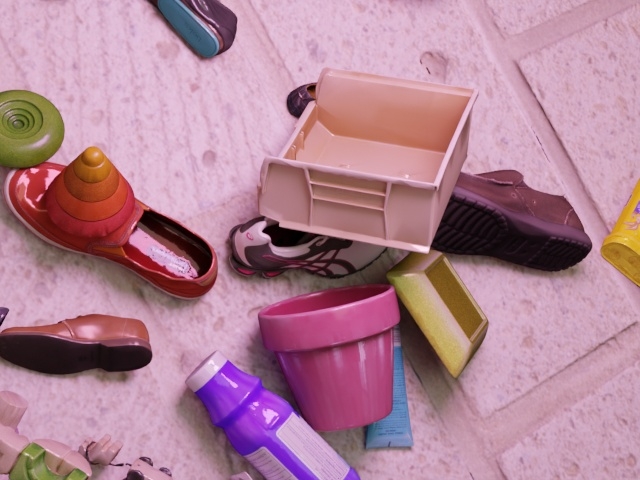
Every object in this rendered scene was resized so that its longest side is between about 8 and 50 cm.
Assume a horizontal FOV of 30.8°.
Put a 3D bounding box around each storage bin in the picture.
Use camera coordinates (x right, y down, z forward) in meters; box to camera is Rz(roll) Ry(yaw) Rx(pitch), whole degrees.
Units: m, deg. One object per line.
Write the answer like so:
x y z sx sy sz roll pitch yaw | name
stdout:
0.070 -0.124 1.680 0.261 0.123 0.262 11 39 14 | storage bin

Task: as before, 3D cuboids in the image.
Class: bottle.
-0.070 0.275 1.635 0.283 0.118 0.092 46 64 -4 | bottle

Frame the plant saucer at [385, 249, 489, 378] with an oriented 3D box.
0.191 0.098 1.772 0.188 0.045 0.188 57 23 1 | plant saucer

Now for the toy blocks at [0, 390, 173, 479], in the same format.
-0.385 0.380 1.449 0.289 0.309 0.260 30 99 0 | toy blocks

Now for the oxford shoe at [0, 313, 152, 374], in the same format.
-0.341 0.136 1.601 0.212 0.076 0.076 4 44 -19 | oxford shoe

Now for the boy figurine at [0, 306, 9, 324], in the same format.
-0.553 0.059 1.497 0.285 0.092 0.177 34 65 -10 | boy figurine

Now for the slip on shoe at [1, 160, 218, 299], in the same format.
-0.288 -0.022 1.640 0.331 0.101 0.123 29 68 -11 | slip on shoe

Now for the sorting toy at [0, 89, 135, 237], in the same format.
-0.393 -0.166 1.573 0.365 0.126 0.127 43 60 12 | sorting toy

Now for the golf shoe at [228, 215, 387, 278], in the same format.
0.000 0.000 1.743 0.273 0.120 0.105 -8 77 -26 | golf shoe

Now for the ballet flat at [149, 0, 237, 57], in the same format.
-0.237 -0.400 1.781 0.280 0.095 0.096 45 53 -17 | ballet flat

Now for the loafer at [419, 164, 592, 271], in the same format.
0.271 -0.050 1.871 0.366 0.134 0.130 18 48 -31 | loafer

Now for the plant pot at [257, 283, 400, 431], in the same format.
0.025 0.170 1.675 0.201 0.201 0.180 -15 97 -25 | plant pot

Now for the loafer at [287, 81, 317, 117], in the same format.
0.035 -0.223 1.851 0.170 0.061 0.062 -5 76 -24 | loafer

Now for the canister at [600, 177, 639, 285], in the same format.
0.573 -0.019 2.010 0.126 0.073 0.170 38 63 -9 | canister

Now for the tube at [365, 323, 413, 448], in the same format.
0.099 0.210 1.765 0.080 0.052 0.207 0 80 -18 | tube

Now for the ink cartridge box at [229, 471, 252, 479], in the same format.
-0.105 0.395 1.600 0.090 0.092 0.143 12 72 -19 | ink cartridge box
